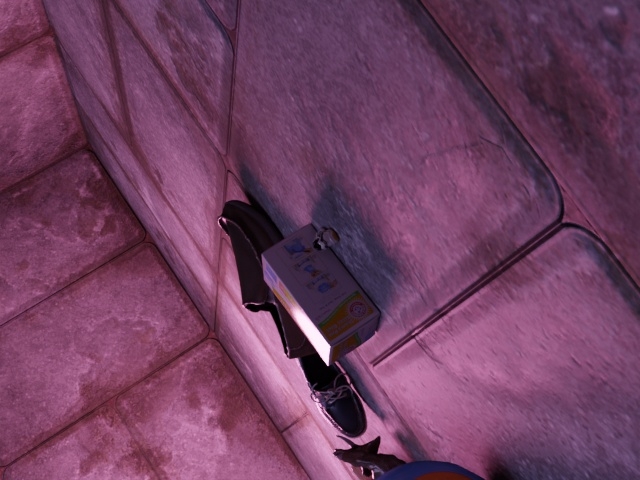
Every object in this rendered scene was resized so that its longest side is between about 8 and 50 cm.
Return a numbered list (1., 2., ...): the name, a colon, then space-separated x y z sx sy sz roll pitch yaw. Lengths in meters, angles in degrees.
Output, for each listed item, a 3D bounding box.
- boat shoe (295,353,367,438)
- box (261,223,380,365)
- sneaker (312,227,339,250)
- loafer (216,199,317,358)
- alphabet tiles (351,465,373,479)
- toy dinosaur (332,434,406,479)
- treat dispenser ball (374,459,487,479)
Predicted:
1. boat shoe: 0.019 0.312 1.892 0.254 0.095 0.079 63 178 14
2. box: -0.001 0.094 1.486 0.203 0.103 0.114 52 164 21
3. sneaker: 0.000 0.000 1.424 0.032 0.037 0.083 57 167 -4
4. loafer: -0.107 0.080 1.739 0.366 0.130 0.134 54 165 12
5. alphabet tiles: 0.177 0.600 1.911 0.284 0.021 0.278 49 -172 27
6. toy dinosaur: 0.173 0.514 1.821 0.313 0.121 0.160 44 -176 -12
7. treat dispenser ball: 0.176 0.492 1.370 0.288 0.288 0.288 52 164 21
